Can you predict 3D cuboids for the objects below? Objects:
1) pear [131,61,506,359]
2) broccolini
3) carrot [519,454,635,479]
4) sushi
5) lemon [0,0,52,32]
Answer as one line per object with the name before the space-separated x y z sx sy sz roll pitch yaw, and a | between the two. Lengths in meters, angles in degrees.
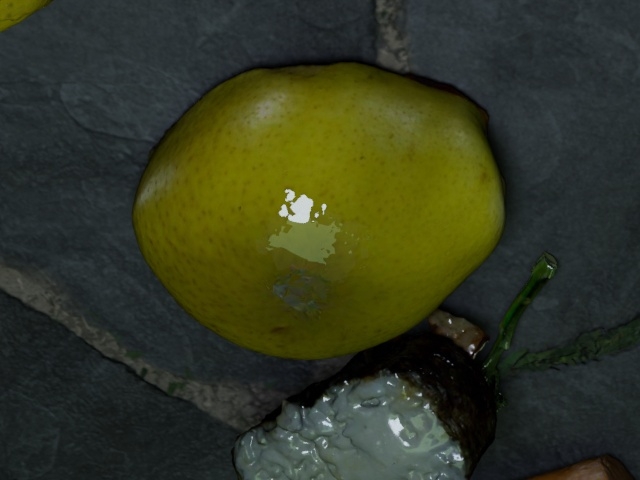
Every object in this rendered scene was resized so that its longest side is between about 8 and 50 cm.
pear | 0.000 0.000 1.684 0.387 0.191 0.340 -13 128 15
broccolini | 0.206 0.122 1.849 0.071 0.057 0.254 -7 139 -33
carrot | 0.260 0.365 1.945 0.254 0.196 0.196 -26 121 19
sushi | 0.054 0.208 1.839 0.343 0.182 0.196 -32 106 32
lemon | -0.346 -0.309 1.422 0.297 0.297 0.297 2 127 3
